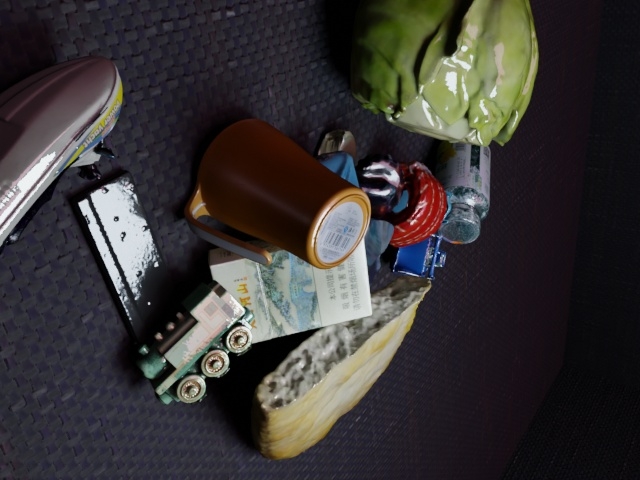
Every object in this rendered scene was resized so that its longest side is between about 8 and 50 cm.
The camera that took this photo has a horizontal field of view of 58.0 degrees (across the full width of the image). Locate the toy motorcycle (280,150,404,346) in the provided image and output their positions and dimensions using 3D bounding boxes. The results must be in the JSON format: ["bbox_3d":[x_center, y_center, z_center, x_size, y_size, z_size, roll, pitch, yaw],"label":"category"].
[{"bbox_3d":[0.000,0.000,1.097,0.232,0.172,0.416,26,95,-40],"label":"toy motorcycle"}]

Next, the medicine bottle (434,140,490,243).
[{"bbox_3d":[0.356,-0.133,1.460,0.141,0.141,0.293,61,33,-45],"label":"medicine bottle"}]

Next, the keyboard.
[{"bbox_3d":[-0.270,0.054,0.852,0.101,0.018,0.310,-42,133,-39],"label":"keyboard"}]

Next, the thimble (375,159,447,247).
[{"bbox_3d":[0.175,-0.076,1.274,0.125,0.189,0.163,17,44,-53],"label":"thimble"}]

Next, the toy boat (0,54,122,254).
[{"bbox_3d":[-0.317,-0.091,0.642,0.269,0.140,0.141,-52,138,-33],"label":"toy boat"}]

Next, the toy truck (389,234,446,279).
[{"bbox_3d":[0.240,0.035,1.419,0.208,0.126,0.113,8,94,-71],"label":"toy truck"}]

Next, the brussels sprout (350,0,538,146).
[{"bbox_3d":[0.247,-0.384,1.117,0.425,0.342,0.361,-3,112,-65],"label":"brussels sprout"}]

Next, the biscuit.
[{"bbox_3d":[0.033,0.263,1.166,0.429,0.104,0.446,-38,156,-27],"label":"biscuit"}]

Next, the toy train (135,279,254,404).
[{"bbox_3d":[-0.194,0.159,0.892,0.194,0.081,0.125,-44,117,-14],"label":"toy train"}]

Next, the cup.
[{"bbox_3d":[-0.074,-0.057,0.891,0.226,0.264,0.182,-39,140,-25],"label":"cup"}]

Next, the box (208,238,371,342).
[{"bbox_3d":[-0.048,0.073,0.989,0.256,0.069,0.164,-12,116,-7],"label":"box"}]

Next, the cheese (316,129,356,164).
[{"bbox_3d":[0.030,-0.139,1.166,0.092,0.047,0.171,-8,114,-55],"label":"cheese"}]

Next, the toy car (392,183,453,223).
[{"bbox_3d":[0.243,-0.094,1.387,0.098,0.161,0.126,-14,112,-63],"label":"toy car"}]
